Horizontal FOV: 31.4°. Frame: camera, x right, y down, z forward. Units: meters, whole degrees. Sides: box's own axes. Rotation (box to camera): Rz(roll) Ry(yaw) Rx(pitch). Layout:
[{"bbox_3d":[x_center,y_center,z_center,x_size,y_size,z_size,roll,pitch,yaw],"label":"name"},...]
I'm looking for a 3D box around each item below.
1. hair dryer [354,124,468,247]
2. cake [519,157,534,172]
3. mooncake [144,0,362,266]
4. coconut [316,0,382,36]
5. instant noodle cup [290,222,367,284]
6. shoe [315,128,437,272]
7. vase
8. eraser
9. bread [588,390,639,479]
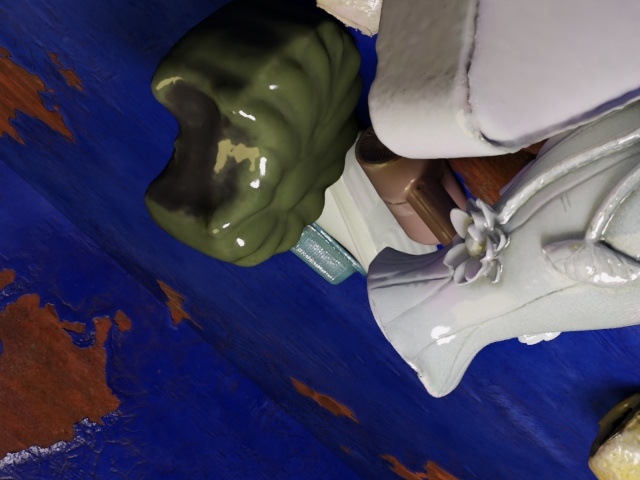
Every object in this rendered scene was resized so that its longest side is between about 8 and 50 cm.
[{"bbox_3d":[0.170,-0.017,1.520,0.189,0.106,0.344,54,-176,-38],"label":"hair dryer"},{"bbox_3d":[0.362,0.039,1.463,0.283,0.172,0.158,22,156,24],"label":"cake"},{"bbox_3d":[-0.079,-0.142,1.500,0.187,0.351,0.351,21,154,22],"label":"mooncake"},{"bbox_3d":[0.057,-0.290,1.312,0.124,0.110,0.110,27,156,29],"label":"coconut"},{"bbox_3d":[0.000,0.000,1.904,0.157,0.070,0.179,41,-170,-17],"label":"instant noodle cup"},{"bbox_3d":[0.060,-0.030,1.797,0.160,0.132,0.363,11,143,43],"label":"shoe"},{"bbox_3d":[0.269,0.008,1.230,0.445,0.250,0.250,-28,121,24],"label":"vase"},{"bbox_3d":[0.174,-0.204,1.067,0.331,0.331,0.150,47,155,-26],"label":"eraser"},{"bbox_3d":[0.532,0.339,1.804,0.170,0.197,0.197,45,158,4],"label":"bread"}]
